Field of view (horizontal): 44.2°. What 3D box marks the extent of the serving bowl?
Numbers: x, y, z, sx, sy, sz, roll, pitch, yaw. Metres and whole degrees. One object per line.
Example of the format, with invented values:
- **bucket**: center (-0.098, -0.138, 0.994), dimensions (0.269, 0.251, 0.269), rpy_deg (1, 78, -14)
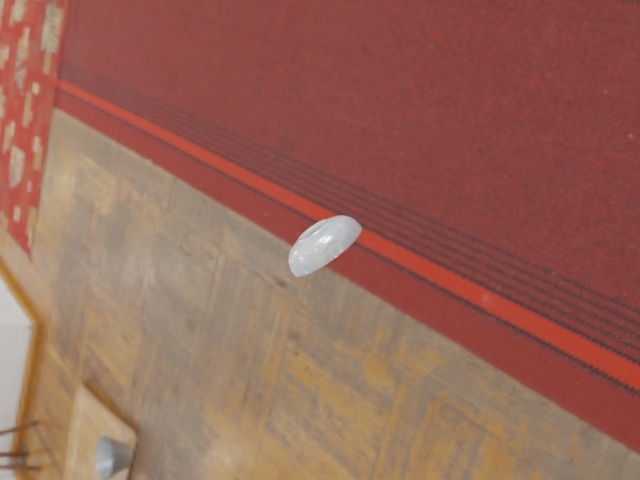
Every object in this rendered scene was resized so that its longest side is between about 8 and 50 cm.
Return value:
- **serving bowl**: center (0.000, 0.000, 0.781), dimensions (0.083, 0.083, 0.027), rpy_deg (-18, 112, 52)
